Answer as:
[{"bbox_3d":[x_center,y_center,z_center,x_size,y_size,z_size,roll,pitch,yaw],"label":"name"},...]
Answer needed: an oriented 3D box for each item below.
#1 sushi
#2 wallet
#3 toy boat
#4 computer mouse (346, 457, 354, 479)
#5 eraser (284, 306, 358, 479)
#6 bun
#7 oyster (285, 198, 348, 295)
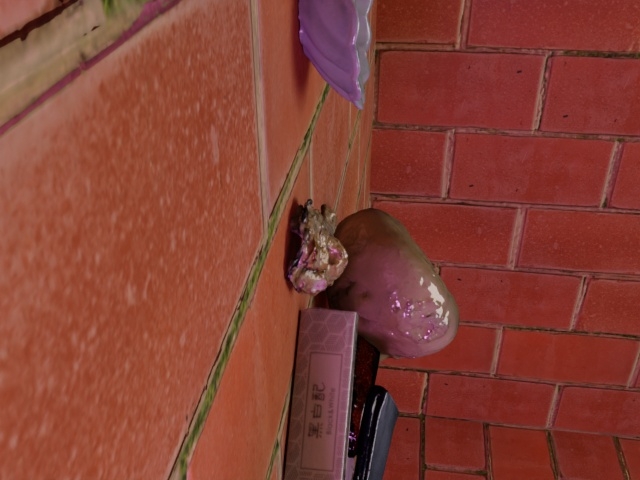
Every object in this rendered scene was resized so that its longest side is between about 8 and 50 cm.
[{"bbox_3d":[0.032,0.282,1.260,0.136,0.126,0.225,88,15,-48],"label":"sushi"},{"bbox_3d":[0.078,0.460,1.202,0.190,0.046,0.379,70,32,-62],"label":"wallet"},{"bbox_3d":[0.027,-0.330,0.931,0.199,0.100,0.290,-53,147,-79],"label":"toy boat"},{"bbox_3d":[0.015,0.468,1.324,0.310,0.072,0.158,-68,146,-69],"label":"computer mouse"},{"bbox_3d":[-0.002,0.315,1.086,0.098,0.096,0.404,71,25,-76],"label":"eraser"},{"bbox_3d":[0.126,0.097,1.387,0.326,0.234,0.362,61,-3,5],"label":"bun"},{"bbox_3d":[0.000,0.000,1.005,0.191,0.081,0.163,-84,169,-46],"label":"oyster"}]
